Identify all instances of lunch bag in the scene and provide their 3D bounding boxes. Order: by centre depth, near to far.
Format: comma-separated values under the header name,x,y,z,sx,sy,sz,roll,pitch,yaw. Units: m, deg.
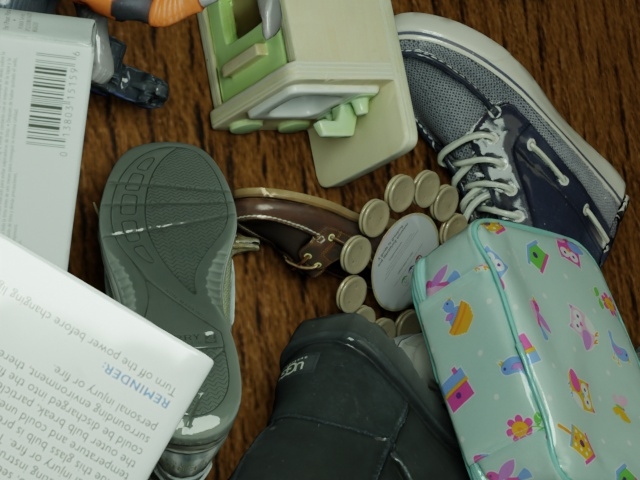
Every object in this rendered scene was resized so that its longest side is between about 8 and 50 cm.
name,x,y,z,sx,sy,sz,roll,pitch,yaw
lunch bag,0.206,0.126,1.579,0.224,0.108,0.279,11,54,-48

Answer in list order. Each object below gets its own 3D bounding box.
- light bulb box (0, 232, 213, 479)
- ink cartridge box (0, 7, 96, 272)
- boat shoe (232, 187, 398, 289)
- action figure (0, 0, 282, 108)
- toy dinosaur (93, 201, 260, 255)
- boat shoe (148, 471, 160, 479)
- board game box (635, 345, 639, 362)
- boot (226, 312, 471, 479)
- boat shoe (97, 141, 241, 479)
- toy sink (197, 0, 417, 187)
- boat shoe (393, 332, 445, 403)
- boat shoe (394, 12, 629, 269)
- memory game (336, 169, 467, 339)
name,x,y,z,sx,sy,sz,roll,pitch,yaw
light bulb box,-0.286,0.184,1.153,0.225,0.358,0.361,32,77,-12
ink cartridge box,-0.308,-0.052,1.355,0.239,0.275,0.060,7,28,-9
boat shoe,0.000,0.000,1.641,0.207,0.073,0.073,15,78,-40
action figure,-0.193,-0.222,1.450,0.341,0.330,0.179,20,73,-59
toy dinosaur,-0.134,0.020,1.580,0.183,0.053,0.093,8,54,-40
boat shoe,-0.165,0.195,1.459,0.302,0.109,0.098,46,49,-20
board game box,0.490,0.071,1.851,0.336,0.254,0.079,-34,94,-37
boot,0.031,0.327,1.441,0.367,0.146,0.445,46,38,-16
boat shoe,-0.125,0.052,1.462,0.118,0.103,0.320,-2,51,-13
toy sink,-0.023,-0.176,1.648,0.131,0.153,0.234,-3,78,-35
boat shoe,0.180,0.111,1.720,0.267,0.088,0.096,2,78,-39
boat shoe,0.174,-0.074,1.759,0.340,0.127,0.158,37,50,-20
memory game,0.078,0.021,1.675,0.186,0.012,0.186,-24,124,-41
